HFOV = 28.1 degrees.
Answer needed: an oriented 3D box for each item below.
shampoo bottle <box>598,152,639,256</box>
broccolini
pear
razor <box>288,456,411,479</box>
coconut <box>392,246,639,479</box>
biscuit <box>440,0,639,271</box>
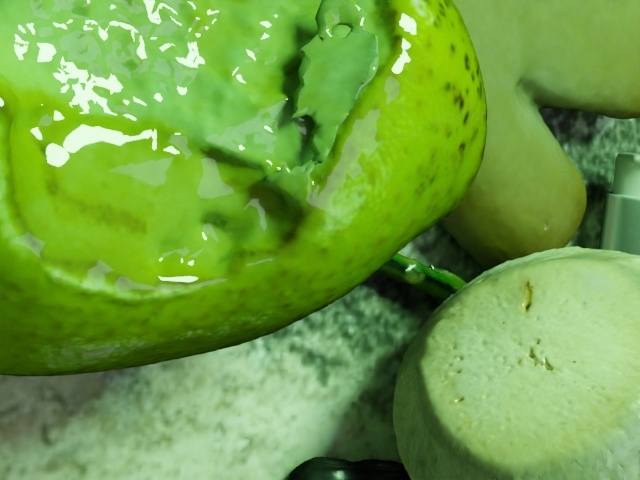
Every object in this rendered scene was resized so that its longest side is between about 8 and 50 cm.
[{"bbox_3d":[0.208,0.037,0.862,0.074,0.074,0.192,-1,99,-36],"label":"shampoo bottle"},{"bbox_3d":[0.001,0.006,0.717,0.254,0.057,0.071,19,132,-34],"label":"broccolini"},{"bbox_3d":[-0.055,-0.035,0.565,0.255,0.164,0.238,18,87,-22],"label":"pear"},{"bbox_3d":[0.011,0.204,0.762,0.090,0.054,0.148,9,93,-33],"label":"razor"},{"bbox_3d":[0.155,0.120,0.750,0.202,0.202,0.222,-51,139,-17],"label":"coconut"},{"bbox_3d":[0.107,-0.135,0.760,0.237,0.062,0.290,-53,125,-15],"label":"biscuit"}]
